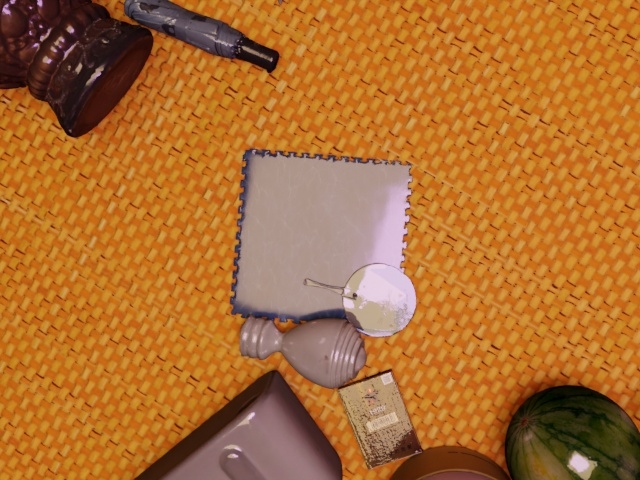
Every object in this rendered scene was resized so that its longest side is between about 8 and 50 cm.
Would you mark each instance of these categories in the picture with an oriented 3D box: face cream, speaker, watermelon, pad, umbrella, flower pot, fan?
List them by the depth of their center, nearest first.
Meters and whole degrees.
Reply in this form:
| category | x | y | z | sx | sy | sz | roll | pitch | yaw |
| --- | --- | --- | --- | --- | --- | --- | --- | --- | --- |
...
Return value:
| category | x | y | z | sx | sy | sz | roll | pitch | yaw |
| --- | --- | --- | --- | --- | --- | --- | --- | --- | --- |
| watermelon | 0.360 | 0.305 | 1.019 | 0.214 | 0.188 | 0.188 | 37 | 94 | -15 |
| face cream | 0.192 | 0.421 | 1.035 | 0.218 | 0.179 | 0.218 | 0 | 91 | 5 |
| flower pot | -0.399 | -0.300 | 1.041 | 0.267 | 0.266 | 0.266 | 37 | 94 | -9 |
| speaker | -0.166 | 0.392 | 1.069 | 0.406 | 0.183 | 0.184 | -40 | 94 | 5 |
| umbrella | -0.180 | -0.318 | 1.111 | 0.250 | 0.053 | 0.052 | 23 | 92 | 4 |
| fan | 0.059 | 0.084 | 1.114 | 0.175 | 0.005 | 0.113 | 14 | 93 | 4 |
| pad | 0.000 | 0.000 | 1.126 | 0.269 | 0.012 | 0.270 | 4 | 91 | 4 |

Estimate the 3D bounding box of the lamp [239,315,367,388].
| category | x | y | z | sx | sy | sz | roll | pitch | yaw |
| --- | --- | --- | --- | --- | --- | --- | --- | --- | --- |
| lamp | -0.025 | 0.158 | 1.090 | 0.193 | 0.106 | 0.106 | 10 | 92 | 13 |

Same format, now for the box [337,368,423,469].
| category | x | y | z | sx | sy | sz | roll | pitch | yaw |
| --- | --- | --- | --- | --- | --- | --- | --- | --- | --- |
| box | 0.091 | 0.273 | 1.119 | 0.090 | 0.023 | 0.133 | -22 | 89 | 3 |

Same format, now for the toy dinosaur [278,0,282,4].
| category | x | y | z | sx | sy | sz | roll | pitch | yaw |
| --- | --- | --- | --- | --- | --- | --- | --- | --- | --- |
| toy dinosaur | 0.021 | -0.527 | 1.046 | 0.205 | 0.092 | 0.393 | 37 | 102 | 26 |
